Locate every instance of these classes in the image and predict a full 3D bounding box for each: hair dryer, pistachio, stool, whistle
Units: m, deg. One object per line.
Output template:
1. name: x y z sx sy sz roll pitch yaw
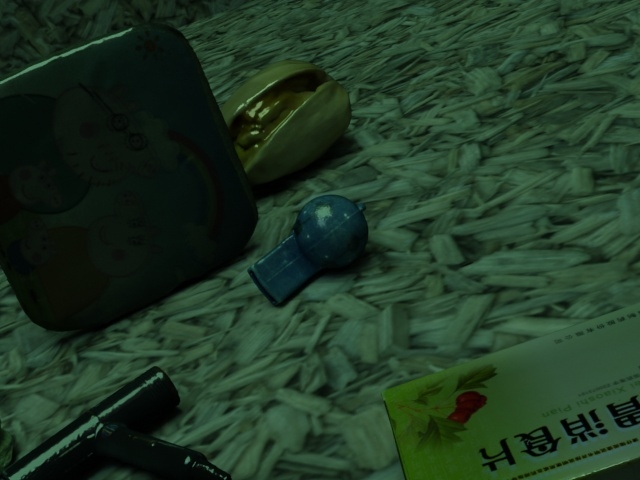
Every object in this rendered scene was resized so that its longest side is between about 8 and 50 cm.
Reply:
1. hair dryer: -0.164 0.197 0.910 0.173 0.050 0.195 -35 31 -26
2. pistachio: -0.058 -0.165 1.483 0.229 0.157 0.157 -40 30 -28
3. stool: -0.276 -0.088 1.285 0.310 0.310 0.226 -25 20 -15
4. whistle: 0.000 0.000 1.151 0.090 0.090 0.158 4 33 42

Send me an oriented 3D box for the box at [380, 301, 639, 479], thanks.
1. box: 0.185 0.133 0.750 0.261 0.062 0.175 -18 24 2

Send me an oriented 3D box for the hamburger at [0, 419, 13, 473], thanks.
1. hamburger: -0.353 0.203 1.028 0.121 0.054 0.084 -16 25 26
